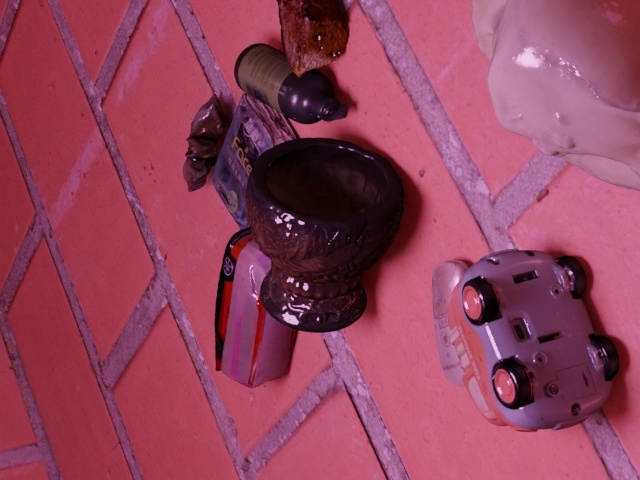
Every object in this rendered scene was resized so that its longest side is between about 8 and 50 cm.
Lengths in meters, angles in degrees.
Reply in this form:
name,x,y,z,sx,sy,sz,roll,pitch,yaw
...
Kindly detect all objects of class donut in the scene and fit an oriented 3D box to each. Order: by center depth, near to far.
name,x,y,z,sx,sy,sz,roll,pitch,yaw
donut,-0.011,-0.445,2.128,0.151,0.112,0.295,45,132,48

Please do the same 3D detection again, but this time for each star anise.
name,x,y,z,sx,sy,sz,roll,pitch,yaw
star anise,-0.235,-0.204,2.500,0.212,0.073,0.197,135,147,-79

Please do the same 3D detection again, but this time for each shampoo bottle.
name,x,y,z,sx,sy,sz,roll,pitch,yaw
shampoo bottle,-0.047,-0.272,2.224,0.284,0.101,0.101,35,125,46

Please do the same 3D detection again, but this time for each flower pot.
name,x,y,z,sx,sy,sz,roll,pitch,yaw
flower pot,0.000,0.000,2.106,0.266,0.266,0.267,47,144,39

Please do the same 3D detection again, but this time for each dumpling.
name,x,y,z,sx,sy,sz,roll,pitch,yaw
dumpling,0.347,-0.209,1.631,0.395,0.233,0.315,45,165,23

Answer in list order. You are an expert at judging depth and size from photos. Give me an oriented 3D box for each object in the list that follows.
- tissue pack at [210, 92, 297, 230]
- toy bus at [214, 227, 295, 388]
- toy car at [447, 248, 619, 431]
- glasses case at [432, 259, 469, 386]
name,x,y,z,sx,sy,sz,roll,pitch,yaw
tissue pack,-0.128,-0.148,2.394,0.173,0.073,0.235,60,142,31
toy bus,-0.122,0.133,2.408,0.147,0.127,0.303,34,123,41
toy car,0.287,0.156,1.786,0.270,0.180,0.212,70,155,17
glasses case,0.220,0.132,1.973,0.081,0.051,0.204,-5,93,54
